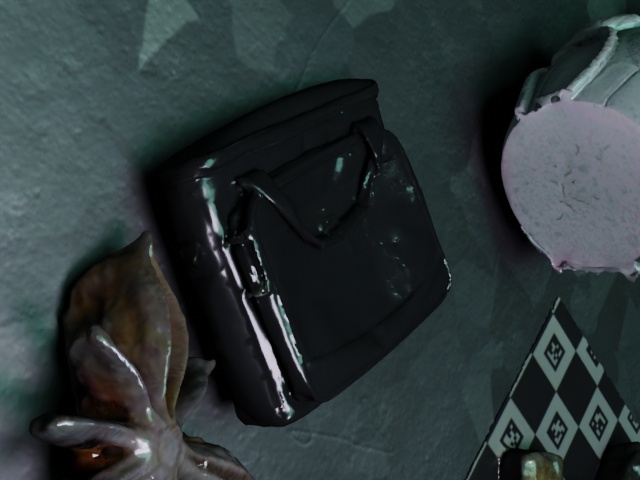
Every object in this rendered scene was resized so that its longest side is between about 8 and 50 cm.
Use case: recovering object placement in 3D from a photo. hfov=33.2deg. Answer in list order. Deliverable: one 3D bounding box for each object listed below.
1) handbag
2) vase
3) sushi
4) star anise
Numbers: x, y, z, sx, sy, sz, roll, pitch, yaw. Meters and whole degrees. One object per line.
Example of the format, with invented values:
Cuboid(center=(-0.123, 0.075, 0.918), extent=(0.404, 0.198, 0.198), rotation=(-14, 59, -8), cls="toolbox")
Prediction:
Cuboid(center=(0.000, 0.000, 0.897), extent=(0.275, 0.088, 0.244), rotation=(-30, 105, -47), cls="handbag")
Cuboid(center=(0.378, -0.148, 1.198), extent=(0.445, 0.250, 0.249), rotation=(-38, 113, -44), cls="vase")
Cuboid(center=(0.296, 0.304, 1.192), extent=(0.343, 0.064, 0.359), rotation=(54, 52, -27), cls="sushi")
Cuboid(center=(-0.131, 0.151, 0.758), extent=(0.198, 0.111, 0.257), rotation=(-50, 129, -52), cls="star anise")
